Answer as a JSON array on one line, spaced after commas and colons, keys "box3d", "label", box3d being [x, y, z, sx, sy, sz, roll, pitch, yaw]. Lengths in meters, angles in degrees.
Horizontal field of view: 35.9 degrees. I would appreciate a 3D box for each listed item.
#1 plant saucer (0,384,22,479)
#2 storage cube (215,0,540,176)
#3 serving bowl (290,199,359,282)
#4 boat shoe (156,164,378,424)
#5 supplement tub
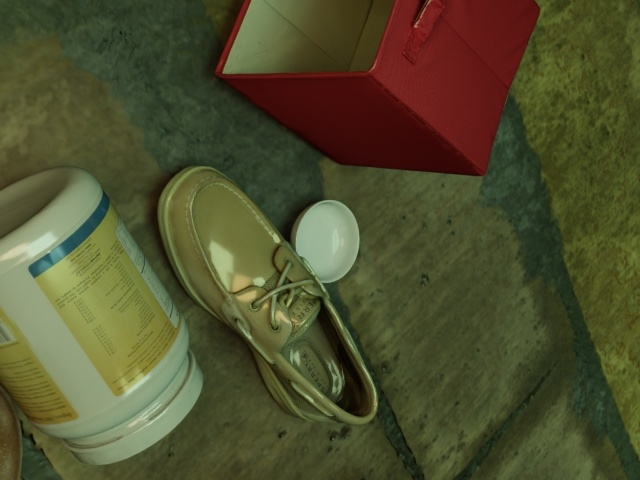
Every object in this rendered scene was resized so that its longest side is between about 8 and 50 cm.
[{"box3d": [-0.298, 0.185, 0.715, 0.198, 0.036, 0.199, -41, 137, -54], "label": "plant saucer"}, {"box3d": [0.056, -0.185, 0.909, 0.193, 0.215, 0.184, 32, 73, -44], "label": "storage cube"}, {"box3d": [0.000, 0.000, 0.991, 0.083, 0.027, 0.083, -4, 97, -39], "label": "serving bowl"}, {"box3d": [-0.039, 0.057, 0.917, 0.109, 0.098, 0.302, -45, 120, -28], "label": "boat shoe"}, {"box3d": [-0.191, 0.059, 0.760, 0.144, 0.144, 0.200, -43, 119, -29], "label": "supplement tub"}]
